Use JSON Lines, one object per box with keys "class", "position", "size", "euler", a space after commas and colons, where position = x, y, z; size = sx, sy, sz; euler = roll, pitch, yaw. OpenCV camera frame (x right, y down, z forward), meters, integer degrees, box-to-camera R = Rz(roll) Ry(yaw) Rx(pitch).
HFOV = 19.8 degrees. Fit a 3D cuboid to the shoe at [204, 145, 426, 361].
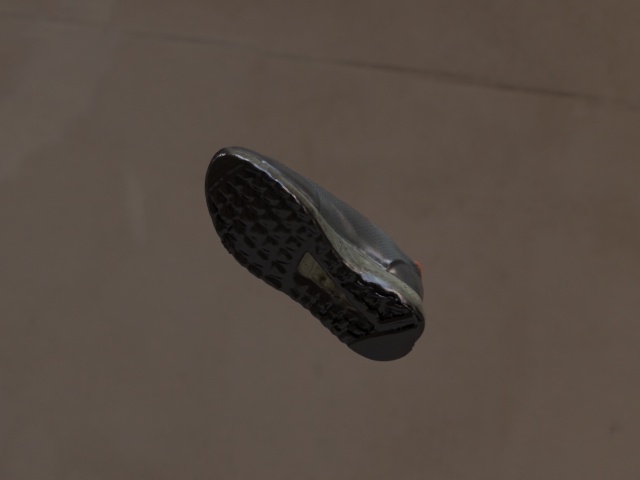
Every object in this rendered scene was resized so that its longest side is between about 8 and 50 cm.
{"class": "shoe", "position": [-0.001, -0.001, 1.279], "size": [0.194, 0.074, 0.077], "euler": [42, 34, -14]}
